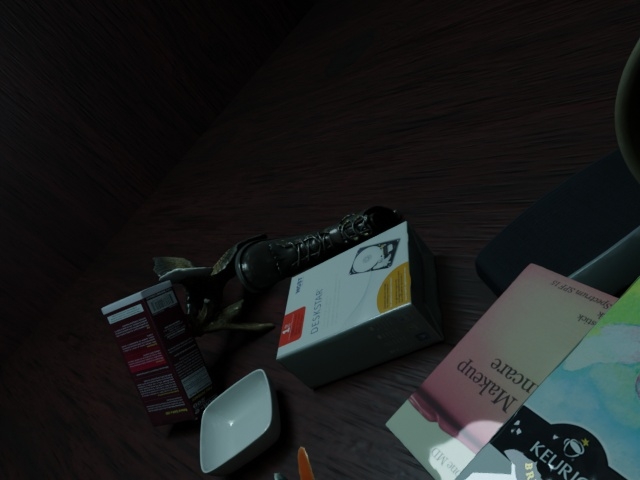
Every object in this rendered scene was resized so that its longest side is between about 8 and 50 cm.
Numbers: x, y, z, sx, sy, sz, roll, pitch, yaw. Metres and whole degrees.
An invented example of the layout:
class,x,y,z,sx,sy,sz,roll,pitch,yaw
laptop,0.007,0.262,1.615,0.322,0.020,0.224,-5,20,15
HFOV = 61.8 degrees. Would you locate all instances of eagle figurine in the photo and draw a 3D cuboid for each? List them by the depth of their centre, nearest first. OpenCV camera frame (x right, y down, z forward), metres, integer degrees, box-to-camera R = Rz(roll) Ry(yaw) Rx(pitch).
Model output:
class,x,y,z,sx,sy,sz,roll,pitch,yaw
eagle figurine,-0.232,0.085,1.116,0.225,0.226,0.298,-52,27,29

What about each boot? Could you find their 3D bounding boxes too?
class,x,y,z,sx,sy,sz,roll,pitch,yaw
boot,0.000,0.000,0.944,0.229,0.091,0.263,-22,1,37

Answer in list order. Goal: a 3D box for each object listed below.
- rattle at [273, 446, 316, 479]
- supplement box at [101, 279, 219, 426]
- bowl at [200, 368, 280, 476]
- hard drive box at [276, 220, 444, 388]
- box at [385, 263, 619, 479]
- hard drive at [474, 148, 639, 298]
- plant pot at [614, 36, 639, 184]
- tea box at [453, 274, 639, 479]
class,x,y,z,sx,sy,sz,roll,pitch,yaw
rattle,0.034,0.296,0.472,0.130,0.199,0.142,-16,38,40
supplement box,-0.286,0.205,0.962,0.130,0.239,0.073,-21,2,35
bowl,-0.118,0.286,0.832,0.142,0.053,0.142,-39,29,10
hard drive box,0.059,0.101,0.823,0.232,0.089,0.181,-28,31,26
box,0.206,0.161,0.515,0.232,0.127,0.149,-46,29,-6
hard drive,0.325,-0.007,0.667,0.255,0.054,0.172,-39,29,8
plant pot,0.468,-0.186,0.473,0.323,0.323,0.280,-7,39,47
tea box,0.290,0.189,0.271,0.323,0.220,0.329,-44,28,-7
